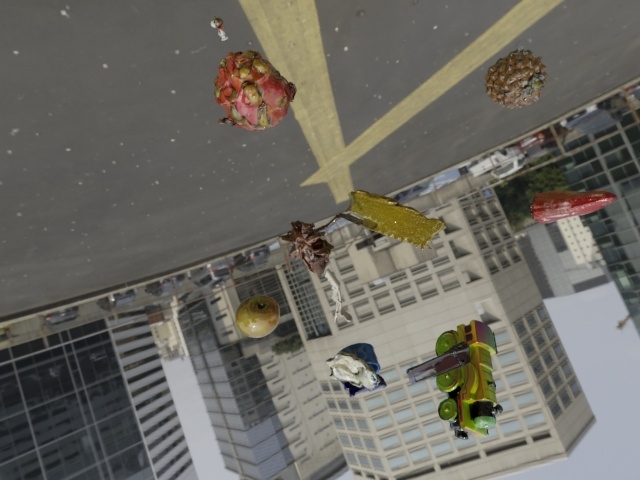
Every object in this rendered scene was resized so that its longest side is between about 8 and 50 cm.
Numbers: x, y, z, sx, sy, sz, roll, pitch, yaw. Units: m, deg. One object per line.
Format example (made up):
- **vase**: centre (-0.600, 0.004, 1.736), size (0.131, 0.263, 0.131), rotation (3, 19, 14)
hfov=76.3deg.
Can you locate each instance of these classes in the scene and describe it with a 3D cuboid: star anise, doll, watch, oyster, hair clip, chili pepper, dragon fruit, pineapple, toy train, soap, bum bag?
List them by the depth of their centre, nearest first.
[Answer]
- **bum bag**: centre (0.281, 0.294, 0.969), size (0.160, 0.026, 0.109), rotation (-23, 141, 2)
- **toy train**: centre (0.389, 0.359, 1.070), size (0.101, 0.296, 0.161), rotation (30, 137, -24)
- **pineapple**: centre (0.573, -0.460, 1.172), size (0.167, 0.166, 0.193), rotation (-20, -148, -5)
- **hair clip**: centre (0.062, 0.194, 1.401), size (0.072, 0.225, 0.034), rotation (3, -150, 24)
- **chili pepper**: centre (0.877, -0.127, 1.405), size (0.144, 0.136, 0.253), rotation (35, 155, -34)
- **star anise**: centre (-0.001, 0.003, 1.454), size (0.347, 0.237, 0.148), rotation (-29, -168, 27)
- **oyster**: centre (0.128, 0.476, 1.520), size (0.215, 0.083, 0.222), rotation (20, 143, 1)
- **doll**: centre (-0.381, -0.803, 1.544), size (0.058, 0.085, 0.040), rotation (4, -130, 49)
- **dragon fruit**: centre (-0.276, -0.604, 1.607), size (0.314, 0.297, 0.263), rotation (-59, 164, -12)
- **watch**: centre (0.166, 0.524, 1.689), size (0.196, 0.171, 0.200), rotation (-11, 134, -20)
- **soap**: centre (0.310, -0.094, 1.748), size (0.305, 0.169, 0.339), rotation (17, -176, -32)

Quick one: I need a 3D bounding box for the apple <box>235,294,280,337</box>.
- **apple**: centre (-0.261, 0.318, 1.688), size (0.183, 0.182, 0.155), rotation (-15, 135, -39)
